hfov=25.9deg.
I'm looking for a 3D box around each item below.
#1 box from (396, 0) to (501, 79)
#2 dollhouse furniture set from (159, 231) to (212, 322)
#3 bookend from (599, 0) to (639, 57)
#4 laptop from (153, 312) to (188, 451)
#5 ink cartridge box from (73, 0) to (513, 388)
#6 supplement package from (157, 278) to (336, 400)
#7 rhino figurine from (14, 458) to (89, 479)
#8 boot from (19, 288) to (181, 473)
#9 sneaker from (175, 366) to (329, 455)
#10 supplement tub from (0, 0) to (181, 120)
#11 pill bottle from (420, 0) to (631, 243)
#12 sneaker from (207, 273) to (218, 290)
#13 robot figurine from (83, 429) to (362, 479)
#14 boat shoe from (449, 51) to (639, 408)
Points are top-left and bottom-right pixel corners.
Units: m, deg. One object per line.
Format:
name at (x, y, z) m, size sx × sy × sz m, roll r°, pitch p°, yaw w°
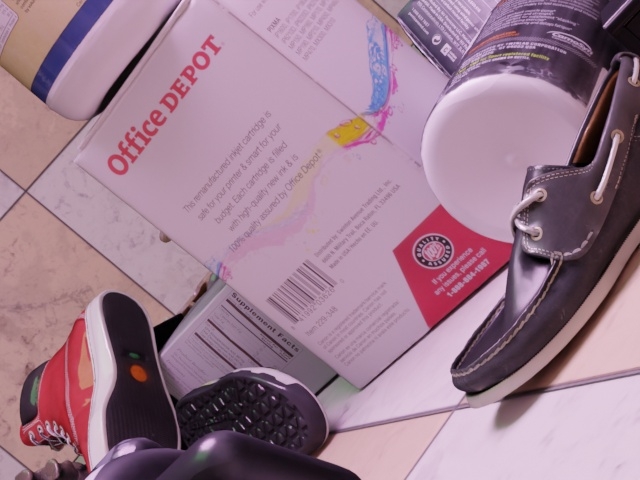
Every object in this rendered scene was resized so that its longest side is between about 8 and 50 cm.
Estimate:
box at (0.197, -0.213, 1.199) m, size 0.207 × 0.108 × 0.153 m, roll -48°, pitch -37°, yaw 18°
dollhouse furniture set at (-0.144, 0.043, 2.040) m, size 0.161 × 0.212 × 0.242 m, roll -51°, pitch -21°, yaw -32°
bookend at (0.230, -0.193, 0.917) m, size 0.156 × 0.157 × 0.072 m, roll -47°, pitch 6°, yaw 20°
laptop at (-0.240, 0.241, 1.563) m, size 0.264 × 0.136 × 0.234 m, roll -47°, pitch -8°, yaw 23°
ink cartridge box at (-0.006, -0.061, 1.106) m, size 0.226 × 0.306 × 0.131 m, roll -44°, pitch 8°, yaw 41°
supplement package at (-0.034, 0.069, 1.338) m, size 0.244 × 0.134 × 0.139 m, roll -45°, pitch 7°, yaw 39°
rhino figurine at (-0.322, 0.364, 1.616) m, size 0.106 × 0.073 × 0.243 m, roll 15°, pitch -84°, yaw -54°
boot at (-0.222, 0.190, 1.320) m, size 0.176 × 0.088 × 0.244 m, roll -44°, pitch 41°, yaw 28°
sneaker at (-0.044, 0.140, 1.212) m, size 0.097 × 0.084 × 0.234 m, roll -19°, pitch 4°, yaw -31°
supplement tub at (-0.234, -0.273, 1.087) m, size 0.228 × 0.316 × 0.228 m, roll -48°, pitch 5°, yaw 6°
pill bottle at (0.165, -0.111, 1.013) m, size 0.130 × 0.130 × 0.246 m, roll -46°, pitch 7°, yaw 36°
sneaker at (-0.001, 0.015, 1.600) m, size 0.267 × 0.106 × 0.101 m, roll -29°, pitch 55°, yaw 15°
robot figurine at (-0.085, 0.211, 0.653) m, size 0.278 × 0.173 × 0.209 m, roll -47°, pitch 1°, yaw 24°
boat shoe at (0.139, -0.006, 0.805) m, size 0.233 × 0.079 × 0.084 m, roll -53°, pitch 8°, yaw -15°
